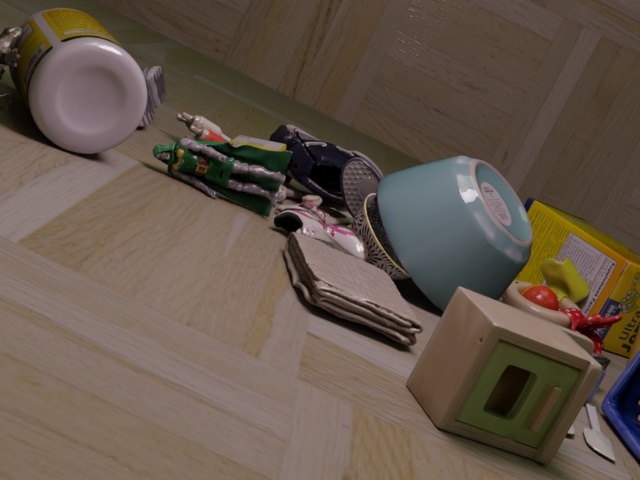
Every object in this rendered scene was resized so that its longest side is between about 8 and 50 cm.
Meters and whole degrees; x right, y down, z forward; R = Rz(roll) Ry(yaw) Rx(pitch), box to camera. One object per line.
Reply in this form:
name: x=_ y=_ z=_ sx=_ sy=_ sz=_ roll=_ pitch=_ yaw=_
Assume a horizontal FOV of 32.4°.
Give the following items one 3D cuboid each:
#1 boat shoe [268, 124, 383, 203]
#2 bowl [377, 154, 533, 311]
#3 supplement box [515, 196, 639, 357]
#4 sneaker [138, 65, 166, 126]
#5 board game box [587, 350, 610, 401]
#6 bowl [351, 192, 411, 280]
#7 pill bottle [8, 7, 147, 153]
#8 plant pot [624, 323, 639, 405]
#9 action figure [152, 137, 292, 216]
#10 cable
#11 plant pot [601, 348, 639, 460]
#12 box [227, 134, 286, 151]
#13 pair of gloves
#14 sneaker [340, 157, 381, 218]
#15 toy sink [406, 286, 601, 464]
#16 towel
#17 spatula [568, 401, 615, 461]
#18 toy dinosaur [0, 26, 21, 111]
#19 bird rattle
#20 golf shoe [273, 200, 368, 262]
boat shoe: x=0.043 y=-0.124 z=2.306 sx=0.340 sy=0.127 sz=0.158 roll=18 pitch=19 yaw=-44
bowl: x=0.261 y=-0.026 z=1.953 sx=0.311 sy=0.163 sz=0.312 roll=40 pitch=31 yaw=-30
supplement box: x=0.574 y=0.079 z=2.403 sx=0.195 sy=0.194 sz=0.356 roll=19 pitch=15 yaw=-32
sneaker: x=-0.393 y=-0.283 z=2.208 sx=0.115 sy=0.105 sz=0.281 roll=-6 pitch=14 yaw=8
board game box: x=0.403 y=0.199 z=1.853 sx=0.194 sy=0.060 sz=0.194 roll=32 pitch=12 yaw=34
bowl: x=0.104 y=0.009 z=1.925 sx=0.170 sy=0.080 sz=0.170 roll=40 pitch=31 yaw=-30
pill bottle: x=-0.420 y=-0.284 z=1.857 sx=0.187 sy=0.188 sz=0.334 roll=19 pitch=15 yaw=-30
plant pot: x=0.656 y=0.206 z=1.937 sx=0.254 sy=0.239 sz=0.254 roll=25 pitch=12 yaw=-6
action figure: x=-0.179 y=-0.123 z=1.917 sx=0.232 sy=0.137 sz=0.063 roll=16 pitch=26 yaw=-9
cable: x=-0.160 y=-0.177 z=2.230 sx=0.287 sy=0.072 sz=0.139 roll=20 pitch=14 yaw=-29
plant pot: x=0.603 y=0.256 z=1.671 sx=0.212 sy=0.236 sz=0.236 roll=31 pitch=11 yaw=-14
box: x=-0.145 y=-0.150 z=2.087 sx=0.105 sy=0.043 sz=0.179 roll=13 pitch=23 yaw=17
pair of gloves: x=-0.056 y=-0.084 z=2.135 sx=0.240 sy=0.042 sz=0.204 roll=33 pitch=14 yaw=32
sneaker: x=0.107 y=-0.065 z=2.129 sx=0.226 sy=0.086 sz=0.163 roll=62 pitch=9 yaw=-11
toy sink: x=0.259 y=0.183 z=1.417 sx=0.234 sy=0.153 sz=0.131 roll=22 pitch=13 yaw=-24
towel: x=0.044 y=0.071 z=1.687 sx=0.187 sy=0.049 sz=0.282 roll=25 pitch=11 yaw=-14
spatula: x=0.363 y=0.250 z=1.669 sx=0.168 sy=0.019 sz=0.242 roll=27 pitch=12 yaw=4
toy dinosaur: x=-0.578 y=-0.268 z=1.713 sx=0.160 sy=0.121 sz=0.313 roll=16 pitch=21 yaw=34
bird rattle: x=0.458 y=0.144 z=2.178 sx=0.206 sy=0.143 sz=0.253 roll=12 pitch=28 yaw=-11
golf shoe: x=0.000 y=0.000 z=1.877 sx=0.086 sy=0.068 sz=0.186 roll=-20 pitch=41 yaw=-41
